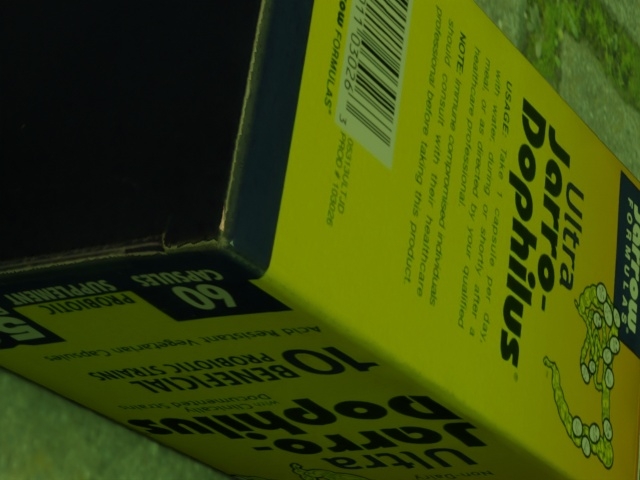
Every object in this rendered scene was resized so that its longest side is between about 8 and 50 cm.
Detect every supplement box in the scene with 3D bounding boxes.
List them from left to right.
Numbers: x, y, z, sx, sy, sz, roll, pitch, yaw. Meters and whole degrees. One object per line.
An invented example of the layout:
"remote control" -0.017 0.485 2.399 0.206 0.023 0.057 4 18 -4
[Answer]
"supplement box" 0.000 0.000 0.716 0.356 0.194 0.195 36 55 -46
